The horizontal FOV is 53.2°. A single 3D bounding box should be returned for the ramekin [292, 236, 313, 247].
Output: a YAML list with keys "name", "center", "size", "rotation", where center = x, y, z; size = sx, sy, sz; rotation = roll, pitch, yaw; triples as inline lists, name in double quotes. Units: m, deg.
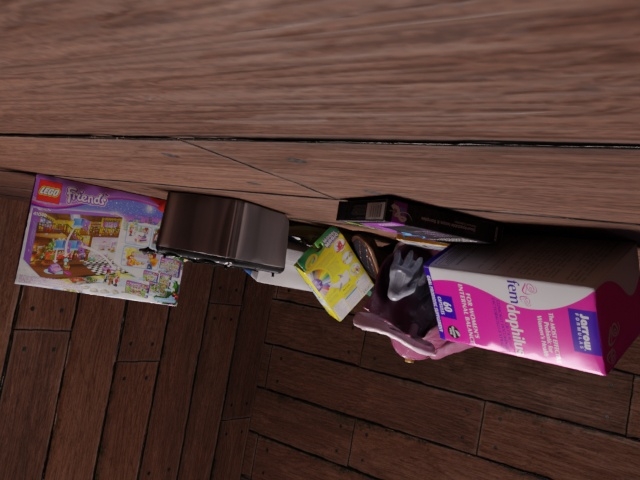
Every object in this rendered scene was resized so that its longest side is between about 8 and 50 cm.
- name: "ramekin"
  center: [0.003, 0.044, 1.473]
  size: [0.207, 0.109, 0.207]
  rotation: [9, 177, 1]

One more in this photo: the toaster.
- name: "toaster"
  center: [-0.167, -0.009, 1.061]
  size: [0.168, 0.110, 0.185]
  rotation: [7, 176, 31]

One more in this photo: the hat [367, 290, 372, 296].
- name: "hat"
  center: [0.190, 0.043, 1.609]
  size: [0.172, 0.184, 0.209]
  rotation: [-2, 130, 16]

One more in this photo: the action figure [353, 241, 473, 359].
- name: "action figure"
  center: [0.196, 0.145, 1.108]
  size: [0.248, 0.276, 0.370]
  rotation: [26, 152, 11]

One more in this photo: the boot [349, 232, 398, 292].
- name: "boot"
  center: [0.125, 0.026, 1.259]
  size: [0.082, 0.106, 0.219]
  rotation: [37, 164, 32]

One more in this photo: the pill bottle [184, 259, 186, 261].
- name: "pill bottle"
  center: [-0.355, -0.012, 1.489]
  size: [0.119, 0.119, 0.208]
  rotation: [8, 175, 34]

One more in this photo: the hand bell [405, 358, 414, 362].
- name: "hand bell"
  center: [0.214, 0.143, 1.380]
  size: [0.126, 0.242, 0.126]
  rotation: [10, 176, 1]

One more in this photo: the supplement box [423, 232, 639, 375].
- name: "supplement box"
  center: [0.249, 0.064, 0.760]
  size: [0.220, 0.111, 0.114]
  rotation: [5, -152, 47]

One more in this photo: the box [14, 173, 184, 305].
- name: "box"
  center: [-0.402, 0.004, 1.209]
  size: [0.293, 0.201, 0.057]
  rotation: [12, 175, -24]

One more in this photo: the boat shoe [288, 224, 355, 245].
- name: "boat shoe"
  center: [0.000, 0.000, 1.252]
  size: [0.152, 0.048, 0.056]
  rotation: [11, 176, -22]

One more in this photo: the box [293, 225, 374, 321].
- name: "box"
  center: [0.022, 0.059, 1.202]
  size: [0.043, 0.105, 0.179]
  rotation: [28, 158, 46]

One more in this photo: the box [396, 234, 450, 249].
- name: "box"
  center: [0.169, -0.001, 0.924]
  size: [0.136, 0.028, 0.081]
  rotation: [7, 176, 20]

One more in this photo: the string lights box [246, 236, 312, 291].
- name: "string lights box"
  center: [-0.103, 0.023, 1.306]
  size: [0.133, 0.077, 0.259]
  rotation: [13, -173, -26]

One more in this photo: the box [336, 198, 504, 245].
- name: "box"
  center: [0.115, -0.020, 0.753]
  size: [0.162, 0.029, 0.116]
  rotation: [9, 178, -25]
